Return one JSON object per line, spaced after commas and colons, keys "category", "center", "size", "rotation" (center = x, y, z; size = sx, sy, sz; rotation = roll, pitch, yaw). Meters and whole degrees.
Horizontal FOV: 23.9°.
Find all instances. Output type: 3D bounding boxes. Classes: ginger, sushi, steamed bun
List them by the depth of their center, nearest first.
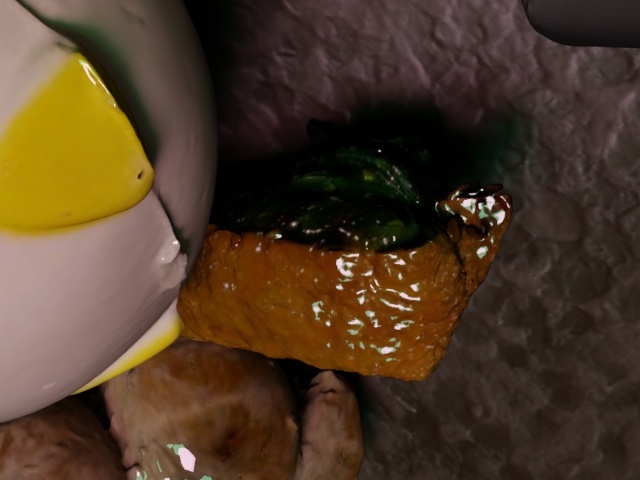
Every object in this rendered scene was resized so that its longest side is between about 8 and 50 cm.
{"category": "steamed bun", "center": [-0.217, -0.059, 0.816], "size": [0.334, 0.334, 0.374], "rotation": [12, 157, 7]}
{"category": "sushi", "center": [0.000, 0.001, 0.958], "size": [0.287, 0.149, 0.140], "rotation": [10, 111, 39]}
{"category": "ginger", "center": [-0.148, 0.152, 1.025], "size": [0.375, 0.176, 0.256], "rotation": [-13, 85, -16]}

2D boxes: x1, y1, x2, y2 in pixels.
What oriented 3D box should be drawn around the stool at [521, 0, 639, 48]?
{"category": "stool", "center": [0.170, -0.198, 0.725], "size": [0.141, 0.232, 0.232], "rotation": [4, 124, 12]}
